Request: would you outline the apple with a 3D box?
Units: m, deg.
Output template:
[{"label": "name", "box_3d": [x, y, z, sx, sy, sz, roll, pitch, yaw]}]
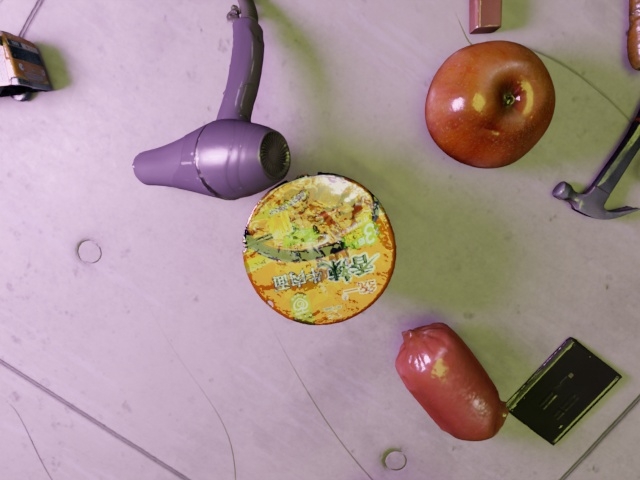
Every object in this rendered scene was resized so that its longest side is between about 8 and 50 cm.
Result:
[{"label": "apple", "box_3d": [0.267, -0.212, 0.695, 0.200, 0.162, 0.202, 0, 99, 2]}]

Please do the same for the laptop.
[{"label": "laptop", "box_3d": [0.474, 0.298, 0.861, 0.135, 0.016, 0.197, 37, 99, -4]}]

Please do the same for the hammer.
[{"label": "hammer", "box_3d": [0.546, -0.167, 0.761, 0.137, 0.037, 0.290, 30, 100, -4]}]

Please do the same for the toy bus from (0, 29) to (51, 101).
[{"label": "toy bus", "box_3d": [-0.566, -0.286, 0.735, 0.181, 0.091, 0.104, -6, 101, 4]}]

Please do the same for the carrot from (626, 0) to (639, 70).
[{"label": "carrot", "box_3d": [0.521, -0.402, 0.718, 0.049, 0.049, 0.255, -10, 96, 3]}]

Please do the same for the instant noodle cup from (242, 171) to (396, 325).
[{"label": "instant noodle cup", "box_3d": [0.000, 0.000, 0.729, 0.229, 0.182, 0.231, 0, 101, 1]}]

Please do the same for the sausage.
[{"label": "sausage", "box_3d": [0.235, 0.260, 0.796, 0.148, 0.148, 0.255, -34, 99, 7]}]

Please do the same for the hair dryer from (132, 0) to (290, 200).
[{"label": "hair dryer", "box_3d": [-0.162, -0.241, 0.715, 0.300, 0.121, 0.362, 3, 78, 35]}]

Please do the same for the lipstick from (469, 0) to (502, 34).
[{"label": "lipstick", "box_3d": [0.270, -0.420, 0.716, 0.045, 0.045, 0.146, -3, 102, 0]}]
